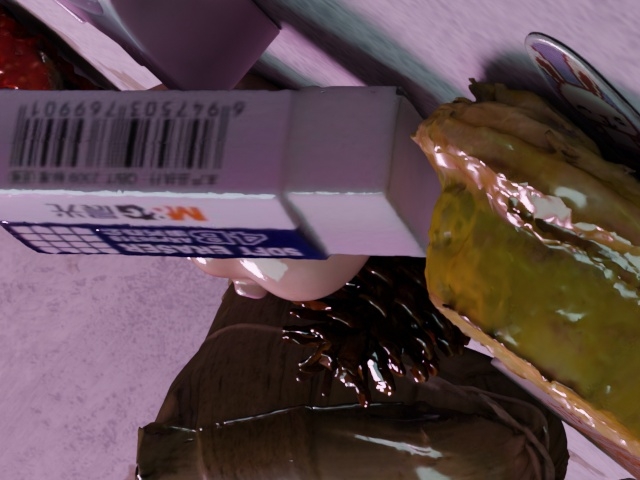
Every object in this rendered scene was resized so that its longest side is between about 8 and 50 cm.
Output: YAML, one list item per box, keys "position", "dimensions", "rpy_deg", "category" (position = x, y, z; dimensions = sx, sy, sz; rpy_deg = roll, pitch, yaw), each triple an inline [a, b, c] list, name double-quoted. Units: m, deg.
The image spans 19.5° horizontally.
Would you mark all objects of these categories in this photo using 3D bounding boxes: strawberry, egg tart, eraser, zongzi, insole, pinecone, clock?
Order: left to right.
- position: [-0.389, -0.140, 2.133]
  dimensions: [0.261, 0.257, 0.261]
  rpy_deg: [42, 168, 11]
  category: "strawberry"
- position: [-0.131, -0.185, 1.154]
  dimensions: [0.290, 0.080, 0.275]
  rpy_deg: [41, 173, -36]
  category: "clock"
- position: [-0.074, -0.043, 1.208]
  dimensions: [0.287, 0.086, 0.130]
  rpy_deg: [1, 164, 18]
  category: "eraser"
- position: [0.043, 0.061, 1.562]
  dimensions: [0.163, 0.165, 0.163]
  rpy_deg: [38, 161, 15]
  category: "pinecone"
- position: [0.093, 0.100, 1.861]
  dimensions: [0.500, 0.467, 0.218]
  rpy_deg: [-6, 134, 25]
  category: "zongzi"
- position: [0.155, 0.035, 1.008]
  dimensions: [0.288, 0.118, 0.288]
  rpy_deg: [34, 176, 3]
  category: "egg tart"
- position: [0.158, -0.044, 0.934]
  dimensions: [0.197, 0.004, 0.065]
  rpy_deg: [43, 171, -39]
  category: "insole"

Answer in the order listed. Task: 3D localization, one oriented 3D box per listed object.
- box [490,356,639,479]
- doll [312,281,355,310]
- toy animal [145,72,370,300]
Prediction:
- position: [0.320, 0.204, 1.585]
  dimensions: [0.365, 0.051, 0.204]
  rpy_deg: [39, 175, -10]
  category: "box"
- position: [0.000, 0.000, 1.768]
  dimensions: [0.179, 0.089, 0.102]
  rpy_deg: [60, 175, 6]
  category: "doll"
- position: [-0.056, -0.045, 1.430]
  dimensions: [0.250, 0.166, 0.154]
  rpy_deg: [26, 125, 32]
  category: "toy animal"
